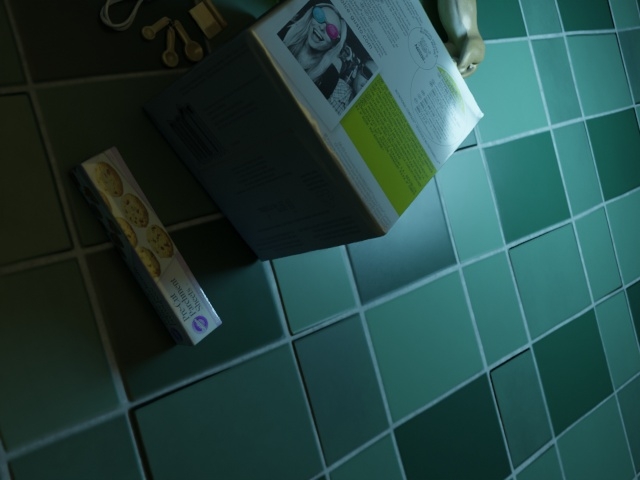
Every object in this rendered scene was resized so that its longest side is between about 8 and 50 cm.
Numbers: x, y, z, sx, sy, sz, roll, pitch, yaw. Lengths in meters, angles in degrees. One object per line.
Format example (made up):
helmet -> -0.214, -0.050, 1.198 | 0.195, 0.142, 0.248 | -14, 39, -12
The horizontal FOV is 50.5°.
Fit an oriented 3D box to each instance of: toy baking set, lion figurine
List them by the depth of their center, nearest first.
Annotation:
toy baking set -> -0.267, -0.404, 1.126 | 0.256, 0.030, 0.197 | 29, 66, -32
lion figurine -> 0.320, -0.522, 1.563 | 0.240, 0.142, 0.392 | -8, 102, -46

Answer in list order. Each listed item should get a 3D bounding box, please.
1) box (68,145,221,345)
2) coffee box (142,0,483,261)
box -> -0.266, 0.013, 1.044 | 0.067, 0.063, 0.324 | -37, 106, -34
coffee box -> -0.008, -0.213, 1.106 | 0.334, 0.337, 0.338 | -48, 112, -33
